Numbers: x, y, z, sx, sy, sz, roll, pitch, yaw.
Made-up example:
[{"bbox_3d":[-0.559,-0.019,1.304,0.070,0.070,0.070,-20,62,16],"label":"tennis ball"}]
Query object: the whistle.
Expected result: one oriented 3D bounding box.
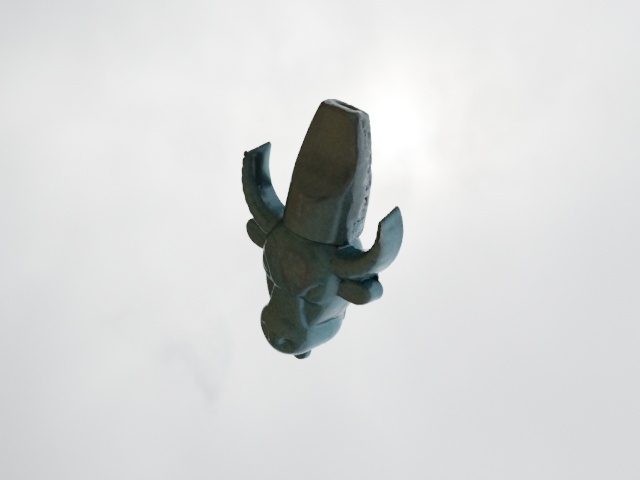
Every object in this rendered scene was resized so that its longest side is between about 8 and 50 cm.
[{"bbox_3d":[0.000,0.000,0.877,0.186,0.093,0.273,29,-58,34],"label":"whistle"}]
